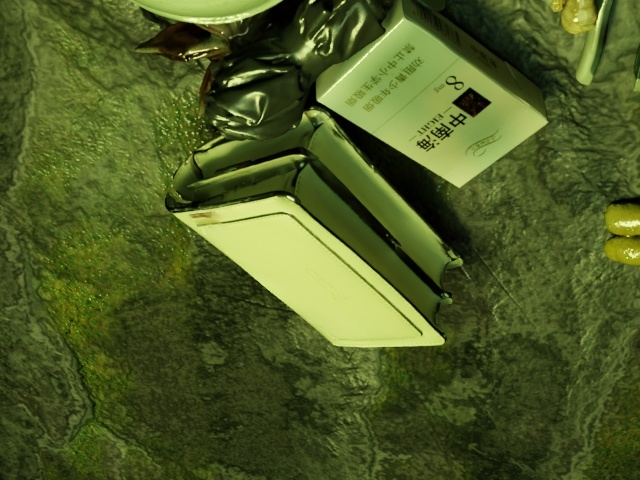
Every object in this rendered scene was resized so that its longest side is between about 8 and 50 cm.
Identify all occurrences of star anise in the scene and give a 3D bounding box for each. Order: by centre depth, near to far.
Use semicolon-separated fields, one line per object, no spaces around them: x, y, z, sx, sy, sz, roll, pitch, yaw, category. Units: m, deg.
-0.089;-0.253;1.034;0.288;0.088;0.288;-1;137;-1;star anise

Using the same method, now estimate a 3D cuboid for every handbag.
0.000;0.000;1.154;0.236;0.160;0.358;-13;139;37;handbag

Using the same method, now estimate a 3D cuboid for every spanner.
0.348;-0.301;0.923;0.095;0.040;0.325;7;133;8;spanner

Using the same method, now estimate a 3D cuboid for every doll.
0.480;-0.009;1.135;0.209;0.097;0.137;9;102;27;doll

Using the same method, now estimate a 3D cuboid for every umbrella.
0.009;-0.226;0.937;0.340;0.118;0.118;-35;116;22;umbrella

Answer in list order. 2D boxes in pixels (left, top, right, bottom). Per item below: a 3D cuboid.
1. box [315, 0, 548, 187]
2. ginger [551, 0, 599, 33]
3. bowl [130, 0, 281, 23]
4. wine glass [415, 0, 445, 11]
0.133;-0.174;1.035;0.242;0.067;0.155;28;133;-30;box
0.281;-0.308;0.876;0.052;0.176;0.193;-13;103;-10;ginger
-0.124;-0.358;0.849;0.307;0.163;0.307;1;115;3;bowl
0.170;-0.332;0.910;0.079;0.079;0.195;36;129;-18;wine glass
